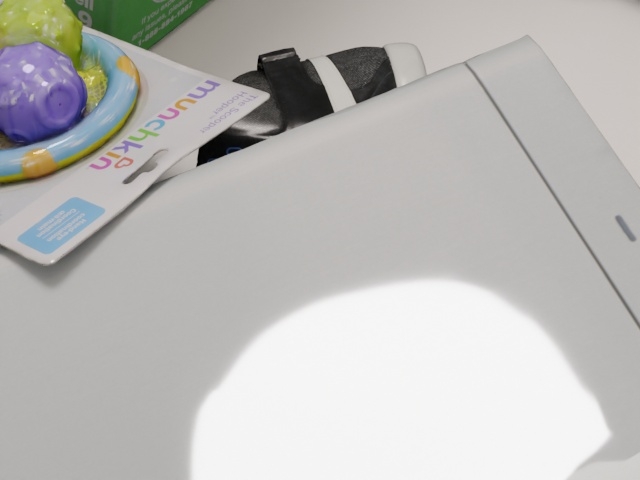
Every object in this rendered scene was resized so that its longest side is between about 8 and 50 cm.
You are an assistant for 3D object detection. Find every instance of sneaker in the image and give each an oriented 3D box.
[{"bbox_3d":[0.000,0.000,0.763,0.121,0.079,0.217,-5,50,-2],"label":"sneaker"}]

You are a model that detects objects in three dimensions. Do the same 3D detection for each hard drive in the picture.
[{"bbox_3d":[-0.023,0.067,0.642,0.353,0.047,0.233,-23,55,-7],"label":"hard drive"}]

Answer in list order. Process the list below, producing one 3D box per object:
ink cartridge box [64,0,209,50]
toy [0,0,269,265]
[{"bbox_3d":[-0.080,-0.262,0.821,0.121,0.289,0.211,32,51,16],"label":"ink cartridge box"},{"bbox_3d":[-0.157,-0.080,0.747,0.237,0.056,0.137,21,50,39],"label":"toy"}]
